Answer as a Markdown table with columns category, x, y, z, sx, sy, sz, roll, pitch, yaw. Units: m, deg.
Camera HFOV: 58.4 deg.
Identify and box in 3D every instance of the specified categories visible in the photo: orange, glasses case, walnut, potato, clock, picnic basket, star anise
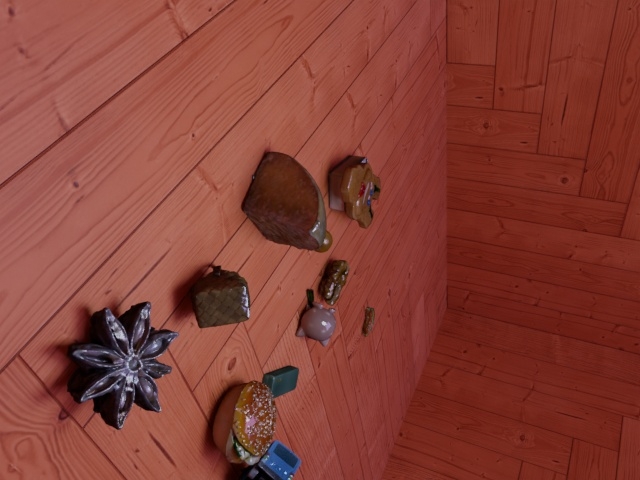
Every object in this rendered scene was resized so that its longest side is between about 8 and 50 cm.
| category | x | y | z | sx | sy | sz | roll | pitch | yaw |
| --- | --- | --- | --- | --- | --- | --- | --- | --- | --- |
| orange | 0.000 | 0.000 | 1.890 | 0.085 | 0.085 | 0.085 | -41 | 137 | -54 |
| glasses case | -0.130 | 0.459 | 1.859 | 0.184 | 0.040 | 0.077 | 6 | 96 | -66 |
| walnut | 0.048 | 0.145 | 2.070 | 0.170 | 0.069 | 0.143 | -63 | 153 | -28 |
| potato | -0.048 | -0.090 | 1.523 | 0.189 | 0.264 | 0.211 | -60 | 146 | -16 |
| clock | 0.099 | -0.201 | 2.014 | 0.192 | 0.071 | 0.146 | -45 | 141 | -51 |
| picnic basket | -0.239 | 0.129 | 1.367 | 0.178 | 0.138 | 0.128 | -120 | -156 | -67 |
| star anise | -0.388 | 0.237 | 1.105 | 0.236 | 0.109 | 0.223 | 58 | 39 | -35 |

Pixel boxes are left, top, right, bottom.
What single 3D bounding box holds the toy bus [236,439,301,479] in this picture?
| category | x | y | z | sx | sy | sz | roll | pitch | yaw |
| --- | --- | --- | --- | --- | --- | --- | --- | --- | --- |
| toy bus | -0.166 | 0.701 | 1.687 | 0.234 | 0.116 | 0.133 | -52 | 178 | 37 |

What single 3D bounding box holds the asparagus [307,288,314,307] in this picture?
| category | x | y | z | sx | sy | sz | roll | pitch | yaw |
| --- | --- | --- | --- | --- | --- | --- | --- | --- | --- |
| asparagus | -0.025 | 0.257 | 2.017 | 0.023 | 0.022 | 0.232 | -27 | 131 | -25 |

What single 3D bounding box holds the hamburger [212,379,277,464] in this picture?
| category | x | y | z | sx | sy | sz | roll | pitch | yaw |
| --- | --- | --- | --- | --- | --- | --- | --- | --- | --- |
| hamburger | -0.201 | 0.501 | 1.592 | 0.237 | 0.148 | 0.236 | 10 | 90 | -68 |

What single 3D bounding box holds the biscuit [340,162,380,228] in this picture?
| category | x | y | z | sx | sy | sz | roll | pitch | yaw |
| --- | --- | --- | --- | --- | --- | --- | --- | --- | --- |
| biscuit | 0.146 | -0.162 | 1.992 | 0.334 | 0.047 | 0.201 | 35 | 70 | -64 |

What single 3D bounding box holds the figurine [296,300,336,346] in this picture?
| category | x | y | z | sx | sy | sz | roll | pitch | yaw |
| --- | --- | --- | --- | --- | --- | --- | --- | --- | --- |
| figurine | -0.009 | 0.283 | 1.956 | 0.125 | 0.125 | 0.138 | 13 | 100 | -66 |

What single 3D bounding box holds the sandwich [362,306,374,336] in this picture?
| category | x | y | z | sx | sy | sz | roll | pitch | yaw |
| --- | --- | --- | --- | --- | --- | --- | --- | --- | --- |
| sandwich | 0.217 | 0.369 | 2.599 | 0.067 | 0.029 | 0.135 | 18 | 86 | -61 |
